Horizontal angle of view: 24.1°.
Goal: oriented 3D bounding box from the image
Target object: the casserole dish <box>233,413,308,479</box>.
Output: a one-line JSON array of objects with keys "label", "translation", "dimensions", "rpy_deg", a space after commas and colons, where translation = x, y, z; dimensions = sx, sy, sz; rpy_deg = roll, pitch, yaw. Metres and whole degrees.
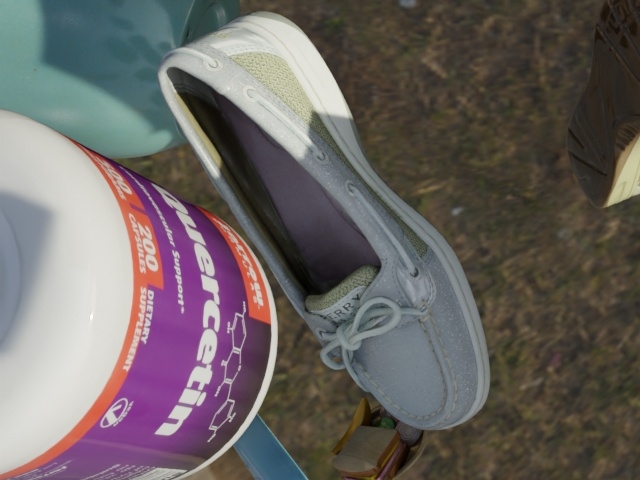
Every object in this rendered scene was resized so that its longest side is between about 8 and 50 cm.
[{"label": "casserole dish", "translation": [-0.026, 0.224, 1.321], "dimensions": [0.037, 0.114, 0.188], "rpy_deg": [-33, 39, -8]}]

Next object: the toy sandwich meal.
[{"label": "toy sandwich meal", "translation": [0.043, 0.149, 1.119], "dimensions": [0.085, 0.085, 0.029], "rpy_deg": [-20, 129, 27]}]

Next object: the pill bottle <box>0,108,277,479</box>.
[{"label": "pill bottle", "translation": [-0.135, 0.046, 0.834], "dimensions": [0.181, 0.323, 0.181], "rpy_deg": [-3, 80, 17]}]

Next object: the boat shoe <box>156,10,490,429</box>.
[{"label": "boat shoe", "translation": [0.001, -0.002, 1.019], "dimensions": [0.118, 0.103, 0.320], "rpy_deg": [-25, 96, 42]}]

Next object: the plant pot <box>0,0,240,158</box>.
[{"label": "plant pot", "translation": [-0.221, -0.216, 1.548], "dimensions": [0.235, 0.293, 0.293], "rpy_deg": [14, 103, 12]}]

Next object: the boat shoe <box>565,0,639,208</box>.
[{"label": "boat shoe", "translation": [0.262, -0.124, 1.144], "dimensions": [0.089, 0.285, 0.104], "rpy_deg": [-15, 69, -13]}]
